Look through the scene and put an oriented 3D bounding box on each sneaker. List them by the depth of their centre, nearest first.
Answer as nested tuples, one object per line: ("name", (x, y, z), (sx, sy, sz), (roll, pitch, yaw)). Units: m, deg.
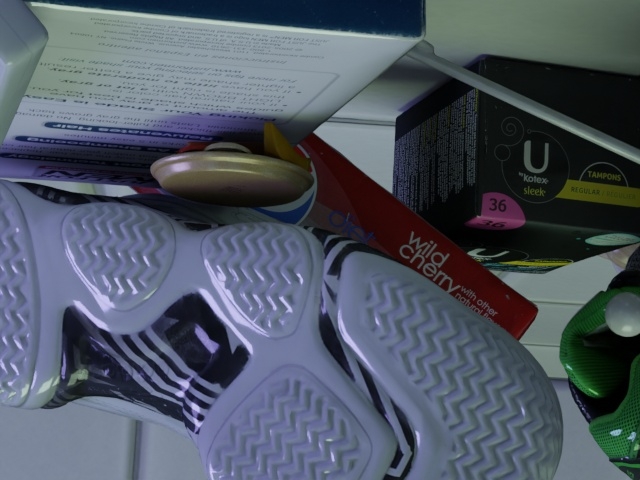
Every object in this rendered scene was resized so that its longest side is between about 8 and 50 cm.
("sneaker", (-0.028, 0.049, 0.939), (0.365, 0.137, 0.210), (15, -174, 24))
("sneaker", (0.211, 0.051, 1.028), (0.146, 0.134, 0.343), (29, -166, -4))

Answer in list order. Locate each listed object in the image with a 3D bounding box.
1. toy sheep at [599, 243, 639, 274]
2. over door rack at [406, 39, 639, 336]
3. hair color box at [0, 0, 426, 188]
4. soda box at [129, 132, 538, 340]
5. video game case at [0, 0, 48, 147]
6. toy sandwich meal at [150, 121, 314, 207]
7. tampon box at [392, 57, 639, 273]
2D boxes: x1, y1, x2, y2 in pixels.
("toy sheep", (0.272, 0.004, 1.449), (0.132, 0.091, 0.091), (-7, 179, -44))
("over door rack", (0.157, -0.032, 0.767), (0.324, 0.108, 0.239), (36, 169, -8))
("hair color box", (-0.082, -0.105, 0.857), (0.174, 0.105, 0.347), (4, 170, -14))
("soda box", (0.000, 0.000, 1.110), (0.263, 0.092, 0.083), (39, 171, 4))
("video game case", (-0.182, -0.118, 0.709), (0.023, 0.183, 0.201), (-41, -177, -17))
("toy sandwich meal", (-0.040, -0.037, 0.861), (0.085, 0.029, 0.085), (3, 167, 1))
("tampon box", (0.126, -0.042, 1.162), (0.120, 0.101, 0.161), (5, 170, -16))
